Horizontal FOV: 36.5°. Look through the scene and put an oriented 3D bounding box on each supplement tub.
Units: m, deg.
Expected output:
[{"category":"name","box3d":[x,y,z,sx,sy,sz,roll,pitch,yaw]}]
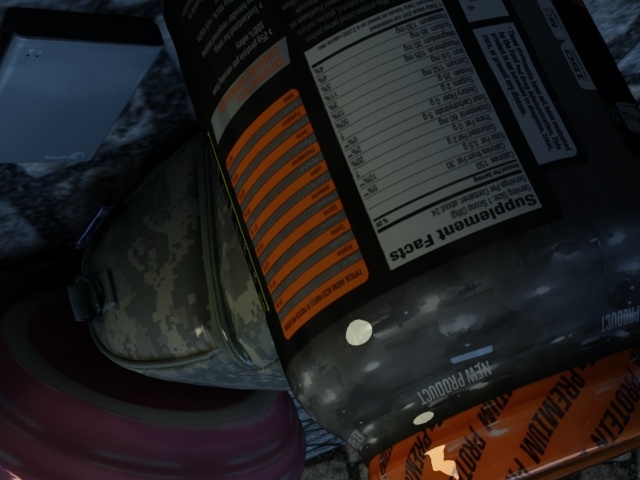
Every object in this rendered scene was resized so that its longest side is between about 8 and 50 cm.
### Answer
[{"category":"supplement tub","box3d":[0.052,-0.043,0.492,0.207,0.338,0.207,-18,161,-6]}]

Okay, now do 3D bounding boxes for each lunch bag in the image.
[{"category":"lunch bag","box3d":[-0.013,0.029,0.794,0.256,0.212,0.305,-28,153,35]}]

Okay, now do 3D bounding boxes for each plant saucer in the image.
[{"category":"plant saucer","box3d":[-0.165,0.130,0.868,0.332,0.332,0.084,1,115,-45]}]

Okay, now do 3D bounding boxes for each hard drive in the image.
[{"category":"hard drive","box3d":[-0.169,-0.093,0.615,0.094,0.022,0.135,-5,155,-37]}]
